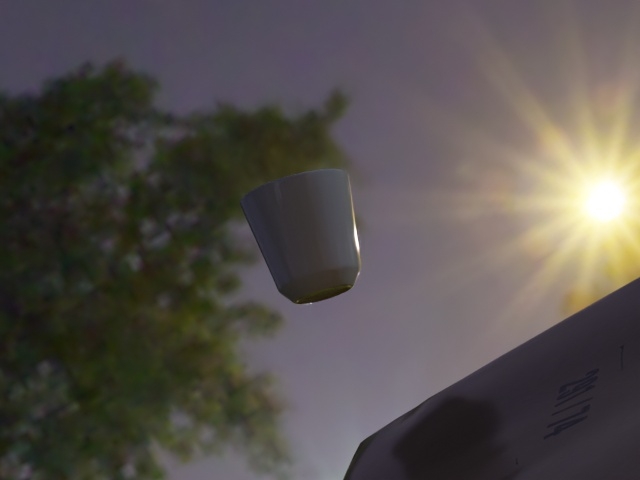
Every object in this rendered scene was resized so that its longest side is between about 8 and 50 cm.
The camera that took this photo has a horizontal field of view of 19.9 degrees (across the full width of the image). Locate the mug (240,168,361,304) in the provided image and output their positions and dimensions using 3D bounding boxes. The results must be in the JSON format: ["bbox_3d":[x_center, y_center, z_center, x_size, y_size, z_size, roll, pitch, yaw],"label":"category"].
[{"bbox_3d":[0.000,-0.001,1.017,0.078,0.064,0.062,-8,-14,-32],"label":"mug"}]

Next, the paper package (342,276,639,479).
[{"bbox_3d":[0.152,0.112,0.644,0.309,0.168,0.325,-32,4,13],"label":"paper package"}]
